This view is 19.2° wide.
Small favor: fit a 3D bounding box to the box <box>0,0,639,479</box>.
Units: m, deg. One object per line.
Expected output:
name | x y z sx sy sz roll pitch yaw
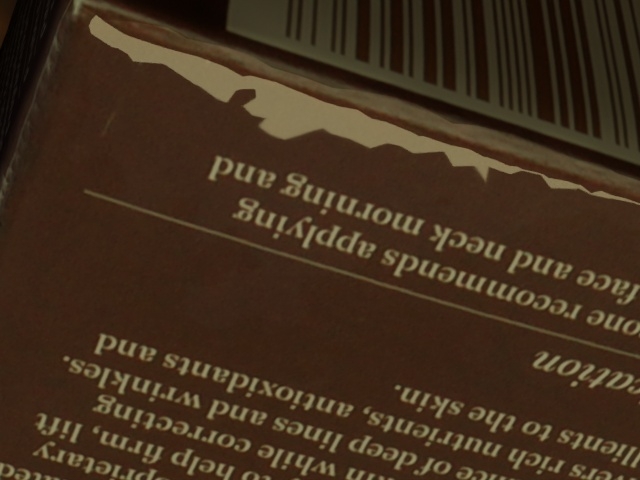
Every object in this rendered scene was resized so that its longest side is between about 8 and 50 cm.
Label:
box | 0.000 0.000 0.448 0.168 0.167 0.203 17 128 -14
